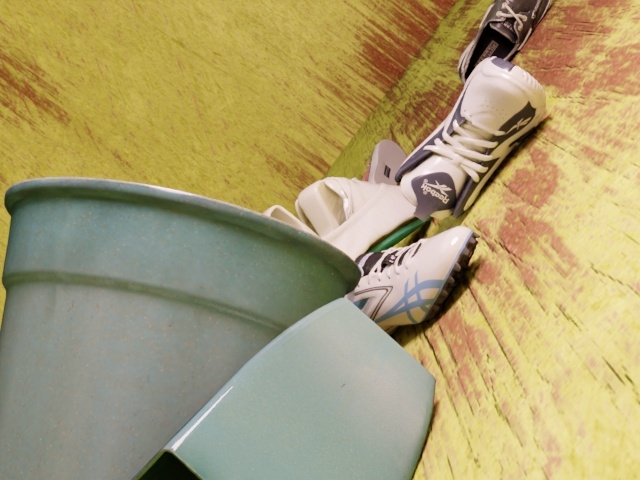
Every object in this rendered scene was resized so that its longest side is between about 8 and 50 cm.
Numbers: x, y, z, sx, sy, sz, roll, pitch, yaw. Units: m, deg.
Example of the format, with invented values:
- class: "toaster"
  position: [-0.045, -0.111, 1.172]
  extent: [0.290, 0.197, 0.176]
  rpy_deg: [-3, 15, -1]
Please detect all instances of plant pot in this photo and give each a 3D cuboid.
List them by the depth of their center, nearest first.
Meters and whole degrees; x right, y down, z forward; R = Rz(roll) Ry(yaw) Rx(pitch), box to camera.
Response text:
- class: "plant pot"
  position: [-0.023, 0.169, 1.150]
  extent: [0.234, 0.165, 0.166]
  rpy_deg: [-49, 1, -41]
- class: "plant pot"
  position: [-0.164, 0.154, 1.353]
  extent: [0.341, 0.341, 0.334]
  rpy_deg: [143, 141, -72]

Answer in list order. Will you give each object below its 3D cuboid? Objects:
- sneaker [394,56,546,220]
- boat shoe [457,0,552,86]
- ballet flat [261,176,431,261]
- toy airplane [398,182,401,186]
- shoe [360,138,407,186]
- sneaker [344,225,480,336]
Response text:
- class: "sneaker"
  position: [0.154, -0.093, 1.601]
  extent: [0.153, 0.094, 0.235]
  rpy_deg: [-57, 6, -21]
- class: "boat shoe"
  position: [0.270, -0.308, 2.107]
  extent: [0.219, 0.078, 0.070]
  rpy_deg: [-60, 2, 18]
- class: "ballet flat"
  position: [0.000, 0.000, 1.699]
  extent: [0.400, 0.139, 0.139]
  rpy_deg: [-38, -8, -49]
- class: "toy airplane"
  position: [0.105, -0.044, 2.043]
  extent: [0.151, 0.028, 0.151]
  rpy_deg: [-54, 6, 8]
- class: "shoe"
  position: [0.085, -0.092, 2.328]
  extent: [0.081, 0.063, 0.178]
  rpy_deg: [-45, 13, 29]
- class: "sneaker"
  position: [0.079, 0.038, 1.459]
  extent: [0.085, 0.086, 0.237]
  rpy_deg: [-55, 7, -30]
